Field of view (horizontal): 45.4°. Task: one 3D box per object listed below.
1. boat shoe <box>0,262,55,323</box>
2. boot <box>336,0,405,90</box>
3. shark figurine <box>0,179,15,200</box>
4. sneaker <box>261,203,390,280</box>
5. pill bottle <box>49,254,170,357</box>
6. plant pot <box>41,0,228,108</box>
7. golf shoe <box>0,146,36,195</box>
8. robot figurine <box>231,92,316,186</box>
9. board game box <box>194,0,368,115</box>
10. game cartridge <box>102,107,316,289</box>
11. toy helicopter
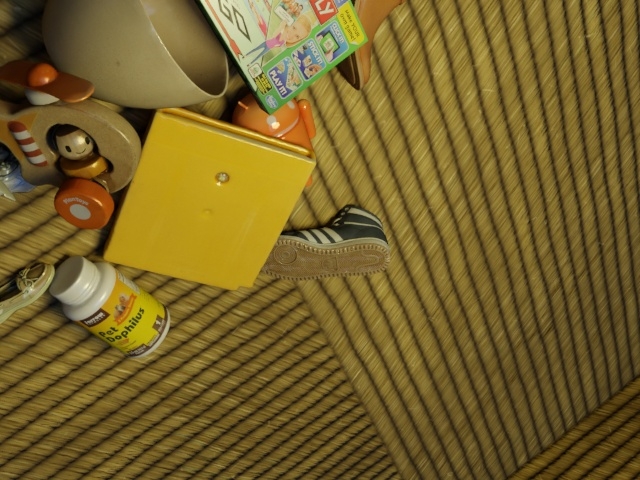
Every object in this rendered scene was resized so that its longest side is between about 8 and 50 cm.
[{"bbox_3d":[-0.527,0.088,1.315,0.153,0.056,0.048,-36,135,1],"label":"boat shoe"},{"bbox_3d":[0.110,-0.431,1.377,0.220,0.109,0.283,-28,122,-20],"label":"boot"},{"bbox_3d":[-0.576,-0.128,1.104,0.116,0.278,0.166,7,85,-75],"label":"shark figurine"},{"bbox_3d":[0.000,0.000,1.575,0.282,0.153,0.099,0,125,2],"label":"sneaker"},{"bbox_3d":[-0.380,0.117,1.382,0.117,0.117,0.215,-45,131,-1],"label":"pill bottle"},{"bbox_3d":[-0.284,-0.307,1.112,0.191,0.284,0.284,-20,132,16],"label":"plant pot"},{"bbox_3d":[-0.465,-0.120,1.234,0.176,0.069,0.086,-20,151,-21],"label":"golf shoe"},{"bbox_3d":[-0.084,-0.178,1.379,0.158,0.128,0.219,-15,128,6],"label":"robot figurine"},{"bbox_3d":[-0.075,-0.379,1.177,0.213,0.046,0.317,-38,131,-6],"label":"board game box"},{"bbox_3d":[-0.200,-0.061,1.343,0.285,0.052,0.323,16,126,-22],"label":"game cartridge"},{"bbox_3d":[-0.431,-0.173,1.092,0.355,0.140,0.235,17,139,-4],"label":"toy helicopter"}]
